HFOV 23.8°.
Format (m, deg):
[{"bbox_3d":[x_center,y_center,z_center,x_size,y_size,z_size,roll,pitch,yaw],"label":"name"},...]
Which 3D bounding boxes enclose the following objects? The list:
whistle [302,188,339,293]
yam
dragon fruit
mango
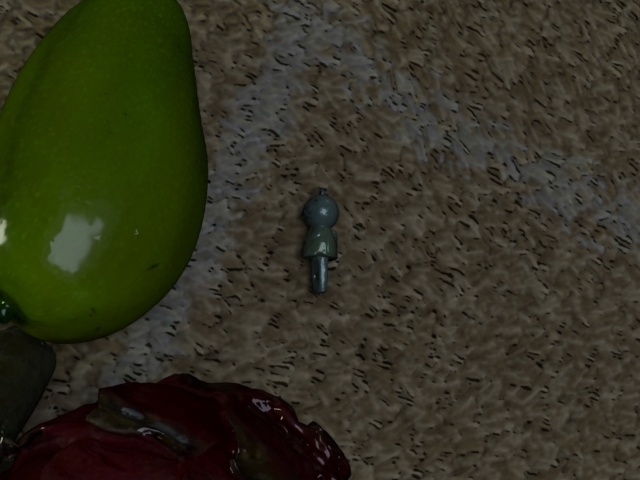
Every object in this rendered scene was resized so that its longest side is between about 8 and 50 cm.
[{"bbox_3d":[0.000,0.000,1.428,0.035,0.035,0.100,5,79,-20],"label":"whistle"},{"bbox_3d":[-0.285,0.150,1.240,0.078,0.078,0.179,36,44,-11],"label":"yam"},{"bbox_3d":[-0.122,0.256,1.187,0.329,0.329,0.329,4,78,-20],"label":"dragon fruit"},{"bbox_3d":[-0.185,-0.073,1.307,0.192,0.156,0.343,22,68,-20],"label":"mango"}]
